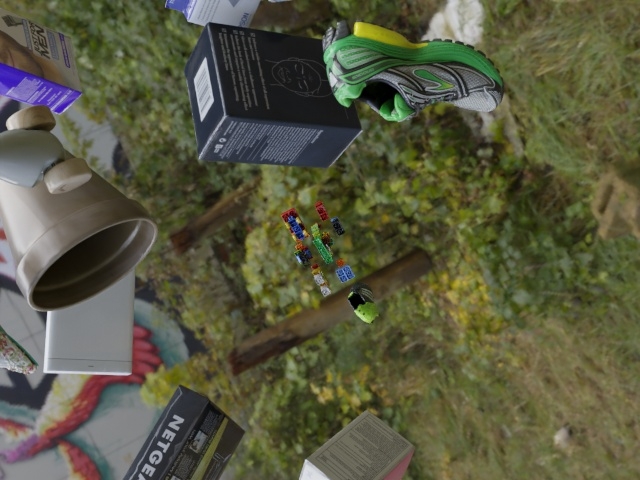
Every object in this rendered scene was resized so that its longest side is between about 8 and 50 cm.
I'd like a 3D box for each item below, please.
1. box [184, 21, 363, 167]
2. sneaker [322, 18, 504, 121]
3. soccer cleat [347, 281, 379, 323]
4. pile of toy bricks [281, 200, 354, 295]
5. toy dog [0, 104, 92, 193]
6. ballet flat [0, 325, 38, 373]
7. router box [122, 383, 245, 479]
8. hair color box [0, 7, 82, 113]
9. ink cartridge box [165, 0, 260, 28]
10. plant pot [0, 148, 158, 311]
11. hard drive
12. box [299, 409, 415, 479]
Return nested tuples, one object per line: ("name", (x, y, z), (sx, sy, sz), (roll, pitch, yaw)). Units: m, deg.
("box", (-0.130, -0.377, 2.004), (0.212, 0.395, 0.293), (-45, 51, 52))
("sneaker", (0.161, -0.260, 1.289), (0.134, 0.343, 0.146), (146, 126, -63))
("soccer cleat", (0.098, 0.143, 1.881), (0.072, 0.060, 0.179), (36, -168, -22))
("pile of toy bricks", (0.000, 0.000, 1.606), (0.212, 0.118, 0.105), (62, -174, -24))
("toy dog", (-0.569, -0.125, 1.287), (0.161, 0.333, 0.220), (-34, 66, 34))
("ballet flat", (-0.659, 0.189, 1.476), (0.091, 0.077, 0.241), (-5, 125, 51))
("router box", (-0.293, 0.477, 1.527), (0.081, 0.309, 0.243), (20, 157, 23))
("hair color box", (-0.743, -0.443, 1.769), (0.339, 0.110, 0.185), (13, -128, -51))
("ink cartridge box", (-0.260, -0.648, 1.931), (0.223, 0.224, 0.045), (-57, 34, 41))
("plant pot", (-0.572, -0.048, 1.673), (0.280, 0.323, 0.323), (51, 163, 12))
("hard drive", (-0.640, 0.194, 2.104), (0.047, 0.233, 0.353), (-27, 60, 54))
("box", (0.079, 0.517, 1.687), (0.148, 0.232, 0.127), (34, 128, 26))
